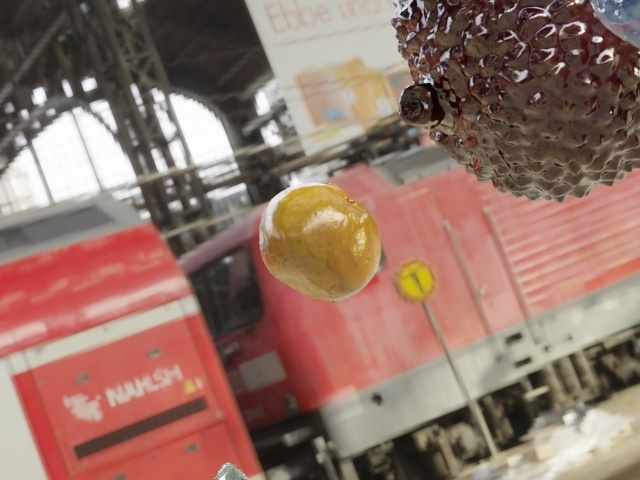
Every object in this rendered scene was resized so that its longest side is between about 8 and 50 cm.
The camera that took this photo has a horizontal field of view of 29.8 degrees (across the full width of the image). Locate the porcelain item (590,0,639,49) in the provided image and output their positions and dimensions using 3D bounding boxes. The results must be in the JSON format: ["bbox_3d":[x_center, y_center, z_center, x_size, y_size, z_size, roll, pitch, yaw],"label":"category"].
[{"bbox_3d":[0.230,-0.171,0.662,0.147,0.147,0.114,-19,-45,-31],"label":"porcelain item"}]

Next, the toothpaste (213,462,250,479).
[{"bbox_3d":[-0.008,0.288,1.061,0.060,0.233,0.038,-53,3,-41],"label":"toothpaste"}]

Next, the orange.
[{"bbox_3d":[0.000,0.000,0.786,0.070,0.083,0.083,-62,4,-12],"label":"orange"}]

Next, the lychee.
[{"bbox_3d":[0.216,-0.186,1.147,0.330,0.306,0.306,-29,-4,-10],"label":"lychee"}]
